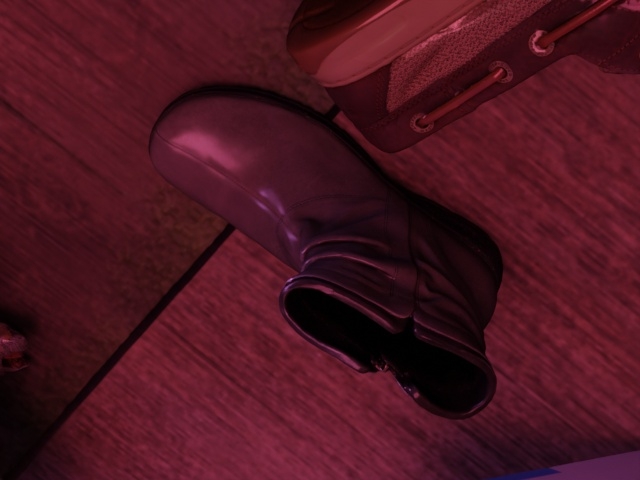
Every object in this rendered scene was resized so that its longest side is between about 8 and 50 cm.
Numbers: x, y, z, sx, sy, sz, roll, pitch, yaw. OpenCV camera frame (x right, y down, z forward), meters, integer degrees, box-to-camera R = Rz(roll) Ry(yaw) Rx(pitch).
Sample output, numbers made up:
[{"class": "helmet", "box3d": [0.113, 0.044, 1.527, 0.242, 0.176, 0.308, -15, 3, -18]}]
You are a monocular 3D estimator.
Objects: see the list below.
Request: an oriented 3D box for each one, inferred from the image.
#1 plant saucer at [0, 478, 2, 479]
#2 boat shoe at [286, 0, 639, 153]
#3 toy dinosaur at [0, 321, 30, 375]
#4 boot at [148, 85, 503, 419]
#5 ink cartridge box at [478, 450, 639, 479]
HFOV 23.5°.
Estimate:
[{"class": "plant saucer", "box3d": [-0.378, 0.204, 1.001, 0.400, 0.100, 0.400, -4, 127, -5]}, {"class": "boat shoe", "box3d": [0.151, -0.148, 0.835, 0.342, 0.123, 0.123, -27, 118, 19]}, {"class": "toy dinosaur", "box3d": [-0.321, -0.015, 0.976, 0.296, 0.127, 0.200, 47, 149, 8]}, {"class": "boot", "box3d": [0.000, 0.000, 0.888, 0.246, 0.161, 0.083, 28, 113, -1]}, {"class": "ink cartridge box", "box3d": [0.147, 0.302, 0.946, 0.223, 0.129, 0.307, -6, 114, -26]}]
